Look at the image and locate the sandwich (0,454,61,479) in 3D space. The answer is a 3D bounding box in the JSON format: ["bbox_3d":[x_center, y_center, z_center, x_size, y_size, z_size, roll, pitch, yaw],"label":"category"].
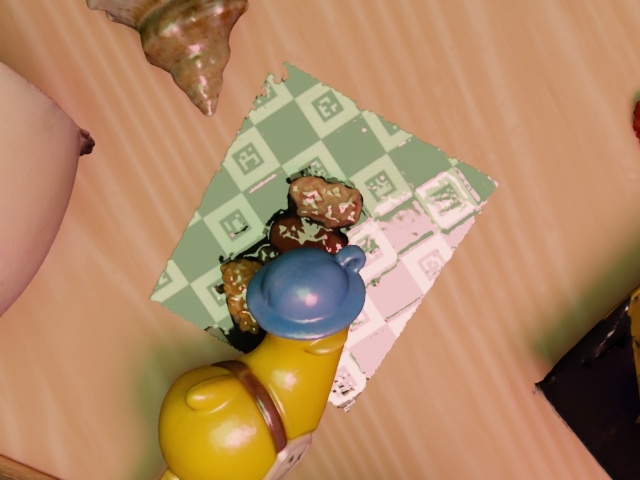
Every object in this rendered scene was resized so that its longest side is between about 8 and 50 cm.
[{"bbox_3d":[-0.340,0.276,1.845,0.186,0.108,0.220,-13,96,-1],"label":"sandwich"}]

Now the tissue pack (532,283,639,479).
[{"bbox_3d":[0.456,0.126,1.765,0.416,0.264,0.253,-43,129,7],"label":"tissue pack"}]

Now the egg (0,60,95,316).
[{"bbox_3d":[-0.428,-0.017,1.651,0.355,0.354,0.339,25,77,-6],"label":"egg"}]

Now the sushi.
[{"bbox_3d":[0.000,0.000,1.858,0.264,0.050,0.290,31,94,-7],"label":"sushi"}]

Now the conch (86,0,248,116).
[{"bbox_3d":[-0.131,-0.314,1.757,0.203,0.170,0.386,-8,100,-28],"label":"conch"}]

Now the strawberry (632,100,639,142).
[{"bbox_3d":[0.414,-0.078,1.854,0.140,0.085,0.192,-25,102,3],"label":"strawberry"}]

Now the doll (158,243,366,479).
[{"bbox_3d":[-0.059,0.147,1.815,0.145,0.199,0.363,46,113,30],"label":"doll"}]
